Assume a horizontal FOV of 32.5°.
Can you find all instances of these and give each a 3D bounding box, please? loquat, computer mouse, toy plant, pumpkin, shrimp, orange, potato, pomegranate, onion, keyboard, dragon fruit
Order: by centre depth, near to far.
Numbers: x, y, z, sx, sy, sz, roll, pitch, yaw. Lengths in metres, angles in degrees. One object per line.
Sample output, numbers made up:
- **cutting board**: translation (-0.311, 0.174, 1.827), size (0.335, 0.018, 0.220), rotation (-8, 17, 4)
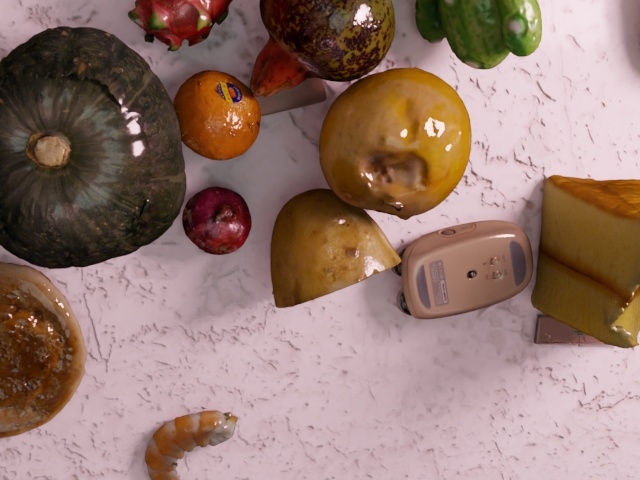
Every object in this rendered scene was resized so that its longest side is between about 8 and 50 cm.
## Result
- **pumpkin**: translation (-0.339, -0.126, 1.511), size (0.292, 0.257, 0.327), rotation (-17, 100, 4)
- **dragon fruit**: translation (-0.168, -0.370, 1.555), size (0.236, 0.135, 0.137), rotation (-42, 107, -5)
- **pomegranate**: translation (-0.015, -0.301, 1.578), size (0.248, 0.214, 0.214), rotation (-44, 110, 5)
- **toy plant**: translation (0.200, -0.400, 1.611), size (0.184, 0.224, 0.315), rotation (-30, 105, -34)
- **orange**: translation (-0.154, -0.179, 1.614), size (0.136, 0.135, 0.117), rotation (15, 133, -18)
- **loquat**: translation (0.111, -0.148, 1.630), size (0.244, 0.244, 0.243), rotation (-4, 105, -14)
- **onion**: translation (-0.156, -0.031, 1.668), size (0.107, 0.097, 0.107), rotation (3, 83, -21)
- **potato**: translation (0.000, 0.000, 1.687), size (0.204, 0.178, 0.158), rotation (-23, 94, 10)
- **shrimp**: translation (-0.200, 0.358, 1.781), size (0.161, 0.049, 0.166), rotation (-14, 109, -8)
- **computer mouse**: translation (0.232, 0.046, 1.796), size (0.237, 0.082, 0.145), rotation (-16, 108, -9)
- **keyboard**: translation (0.451, 0.158, 1.919), size (0.166, 0.017, 0.055), rotation (2, 99, -15)

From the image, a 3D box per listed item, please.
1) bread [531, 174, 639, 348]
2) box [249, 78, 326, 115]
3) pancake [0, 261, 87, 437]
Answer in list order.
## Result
- **bread**: translation (0.499, 0.042, 1.721), size (0.245, 0.361, 0.233), rotation (2, 103, -13)
- **box**: translation (-0.050, -0.224, 1.682), size (0.115, 0.025, 0.048), rotation (-15, 112, -11)
- **pancake**: translation (-0.484, 0.168, 1.656), size (0.283, 0.049, 0.282), rotation (-5, 108, -15)
